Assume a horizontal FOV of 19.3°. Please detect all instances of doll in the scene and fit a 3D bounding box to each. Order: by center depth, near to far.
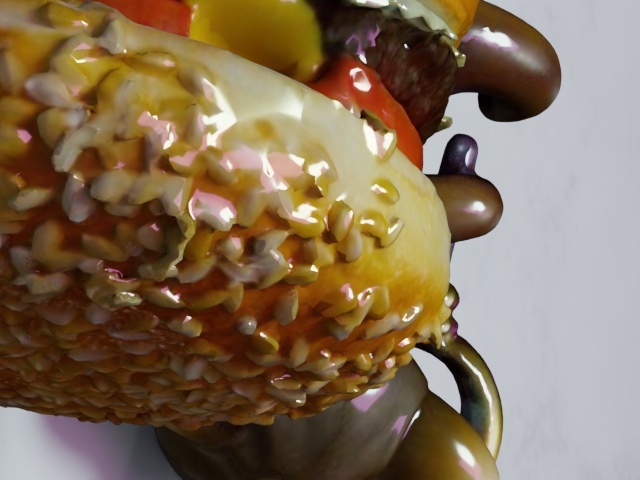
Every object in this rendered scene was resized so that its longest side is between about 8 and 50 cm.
[{"bbox_3d":[-0.002,0.000,1.084,0.318,0.209,0.339,12,73,-26],"label":"doll"}]

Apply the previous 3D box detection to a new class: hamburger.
[{"bbox_3d":[-0.096,-0.059,0.776,0.330,0.330,0.250,27,67,-56],"label":"hamburger"}]
